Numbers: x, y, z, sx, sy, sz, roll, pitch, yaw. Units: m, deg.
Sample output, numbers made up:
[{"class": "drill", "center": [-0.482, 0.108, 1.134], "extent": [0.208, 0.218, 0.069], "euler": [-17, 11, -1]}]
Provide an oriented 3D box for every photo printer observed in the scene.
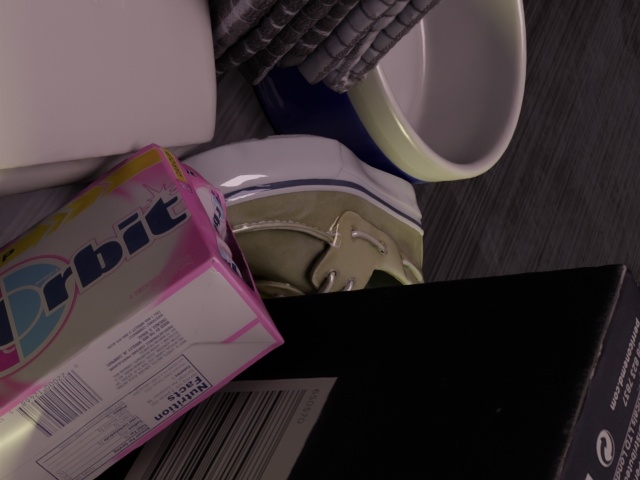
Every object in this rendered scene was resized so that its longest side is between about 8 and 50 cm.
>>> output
[{"class": "photo printer", "center": [-0.155, -0.147, 0.538], "extent": [0.307, 0.107, 0.256], "euler": [-21, 105, -71]}]

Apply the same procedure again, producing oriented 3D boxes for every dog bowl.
[{"class": "dog bowl", "center": [0.055, -0.173, 0.916], "extent": [0.265, 0.104, 0.265], "euler": [13, 75, -55]}]

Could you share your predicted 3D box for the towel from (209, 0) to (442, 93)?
[{"class": "towel", "center": [-0.013, -0.234, 0.664], "extent": [0.121, 0.283, 0.235], "euler": [-12, 78, -27]}]

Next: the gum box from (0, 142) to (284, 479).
[{"class": "gum box", "center": [-0.114, 0.046, 0.543], "extent": [0.062, 0.188, 0.107], "euler": [54, 1, -39]}]

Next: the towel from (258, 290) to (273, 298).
[{"class": "towel", "center": [-0.082, 0.131, 0.750], "extent": [0.102, 0.021, 0.237], "euler": [33, 60, -43]}]

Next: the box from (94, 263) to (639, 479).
[{"class": "box", "center": [0.031, 0.192, 0.592], "extent": [0.312, 0.343, 0.179], "euler": [56, 46, -30]}]

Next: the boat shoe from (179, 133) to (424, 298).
[{"class": "boat shoe", "center": [0.000, 0.000, 0.788], "extent": [0.302, 0.109, 0.094], "euler": [7, 61, -60]}]
